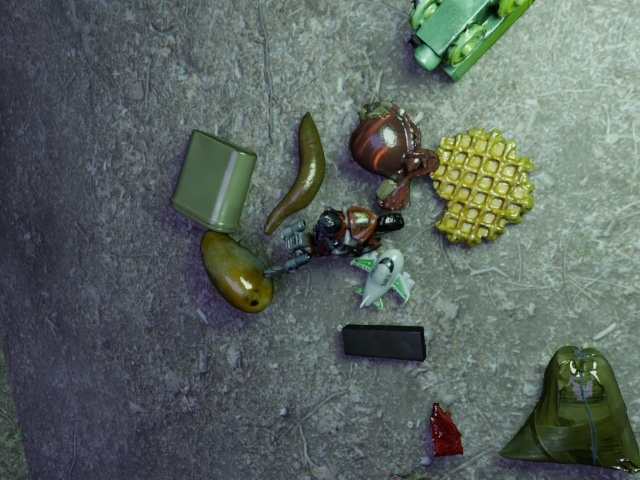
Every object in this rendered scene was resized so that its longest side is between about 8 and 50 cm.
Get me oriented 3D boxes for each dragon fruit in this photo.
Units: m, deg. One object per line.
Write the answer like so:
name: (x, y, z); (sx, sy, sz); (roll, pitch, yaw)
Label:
dragon fruit: (0.317, 0.475, 1.008); (0.063, 0.097, 0.131); (-9, 74, 25)

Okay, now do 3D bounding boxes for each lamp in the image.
lamp: (0.147, -0.199, 0.926); (0.223, 0.151, 0.215); (66, 150, 23)

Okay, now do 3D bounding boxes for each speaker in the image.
speaker: (0.166, 0.269, 1.063); (0.218, 0.044, 0.082); (-5, 96, 29)

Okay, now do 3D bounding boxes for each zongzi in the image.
zongzi: (0.492, 0.359, 0.866); (0.274, 0.125, 0.251); (-18, 90, 35)

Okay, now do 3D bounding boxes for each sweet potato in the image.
sweet potato: (-0.048, -0.164, 1.066); (0.108, 0.079, 0.346); (20, 89, 19)

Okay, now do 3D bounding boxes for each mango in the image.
mango: (-0.252, 0.075, 1.174); (0.146, 0.193, 0.316); (-40, 66, 6)

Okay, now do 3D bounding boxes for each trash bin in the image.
trash bin: (-0.322, -0.180, 1.208); (0.243, 0.121, 0.247); (26, 106, 21)

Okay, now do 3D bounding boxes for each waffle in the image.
waffle: (0.341, -0.122, 0.902); (0.249, 0.056, 0.253); (-40, 81, 26)

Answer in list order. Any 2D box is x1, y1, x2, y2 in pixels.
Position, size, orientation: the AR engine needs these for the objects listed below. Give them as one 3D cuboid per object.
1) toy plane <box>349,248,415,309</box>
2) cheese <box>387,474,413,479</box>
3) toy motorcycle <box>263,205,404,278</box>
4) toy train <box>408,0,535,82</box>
toy plane: (0.153, 0.097, 1.023); (0.174, 0.080, 0.174); (3, 98, 26)
cheese: (0.274, 0.735, 1.072); (0.244, 0.062, 0.155); (43, 116, 14)
toy motorcycle: (0.000, 0.000, 1.012); (0.401, 0.207, 0.134); (-19, 73, 37)
toy train: (0.300, -0.455, 0.796); (0.272, 0.188, 0.159); (-45, 77, 23)
